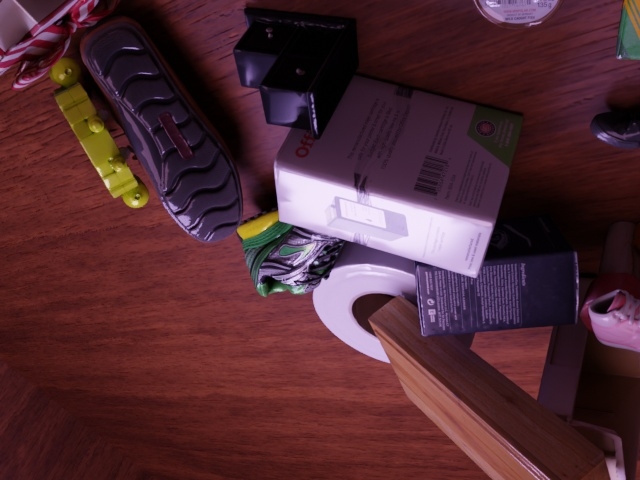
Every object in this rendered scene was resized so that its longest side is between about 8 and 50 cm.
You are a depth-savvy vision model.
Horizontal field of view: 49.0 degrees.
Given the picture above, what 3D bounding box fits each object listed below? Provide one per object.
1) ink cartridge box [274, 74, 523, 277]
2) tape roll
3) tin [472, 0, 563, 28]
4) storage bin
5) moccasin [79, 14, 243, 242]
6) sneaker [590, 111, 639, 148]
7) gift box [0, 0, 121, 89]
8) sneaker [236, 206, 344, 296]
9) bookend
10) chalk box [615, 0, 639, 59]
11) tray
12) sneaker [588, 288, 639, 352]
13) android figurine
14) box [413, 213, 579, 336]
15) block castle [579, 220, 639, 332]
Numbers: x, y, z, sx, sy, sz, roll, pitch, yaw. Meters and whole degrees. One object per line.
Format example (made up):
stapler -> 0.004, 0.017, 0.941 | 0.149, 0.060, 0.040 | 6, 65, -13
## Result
ink cartridge box -> 0.101, -0.094, 0.910 | 0.272, 0.198, 0.115 | 17, 143, 12
tape roll -> 0.134, 0.101, 1.209 | 0.286, 0.100, 0.286 | 15, 141, 12
tin -> 0.206, -0.309, 0.730 | 0.106, 0.040, 0.190 | 2, 137, 22
storage bin -> 0.417, 0.231, 1.071 | 0.123, 0.262, 0.260 | 3, 138, 30
moccasin -> -0.237, -0.161, 1.074 | 0.139, 0.147, 0.380 | -35, 119, -1
sneaker -> 0.409, -0.141, 0.805 | 0.170, 0.051, 0.089 | 15, 142, 5
gift box -> -0.383, -0.343, 0.843 | 0.276, 0.255, 0.258 | -12, 128, 47
sneaker -> 0.000, 0.000, 1.101 | 0.343, 0.134, 0.146 | -24, 79, 51
bookend -> -0.050, -0.215, 0.886 | 0.157, 0.156, 0.072 | 12, 141, 18
chalk box -> 0.342, -0.279, 0.606 | 0.132, 0.132, 0.213 | 8, 140, 21
tray -> 0.231, 0.254, 0.996 | 0.411, 0.076, 0.203 | 37, 159, 53
sneaker -> 0.379, 0.096, 0.824 | 0.134, 0.051, 0.070 | 2, 135, 48
android figurine -> -0.341, -0.160, 1.072 | 0.248, 0.056, 0.273 | 65, 166, -21
box -> 0.235, 0.045, 0.973 | 0.207, 0.153, 0.108 | -5, 110, 8
block castle -> 0.581, 0.071, 0.826 | 0.303, 0.213, 0.453 | 39, 140, -18
